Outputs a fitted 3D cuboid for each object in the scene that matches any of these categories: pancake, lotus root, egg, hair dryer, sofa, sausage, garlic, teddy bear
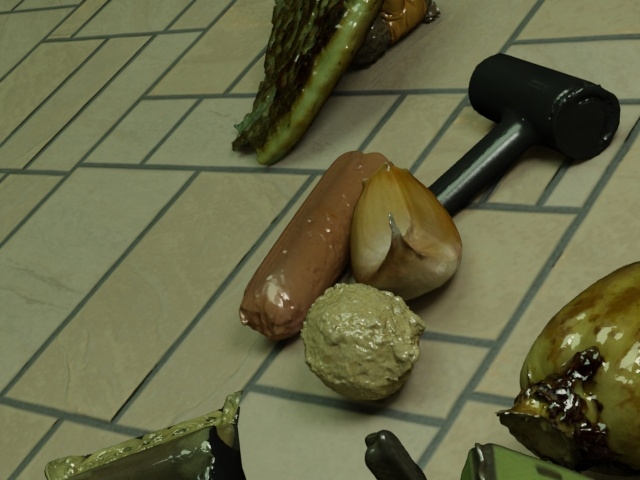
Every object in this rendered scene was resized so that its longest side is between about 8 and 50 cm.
[{"bbox_3d":[-0.004,-0.301,1.887,0.305,0.067,0.427,-16,57,59],"label":"pancake"},{"bbox_3d":[0.284,0.101,1.155,0.314,0.141,0.169,-35,34,-25],"label":"lotus root"},{"bbox_3d":[0.042,0.102,1.373,0.118,0.116,0.140,-48,45,11],"label":"egg"},{"bbox_3d":[0.197,-0.108,1.579,0.251,0.089,0.197,-42,33,-7],"label":"hair dryer"},{"bbox_3d":[-0.114,0.282,1.124,0.200,0.258,0.182,-20,20,15],"label":"sofa"},{"bbox_3d":[-0.001,0.001,1.579,0.086,0.086,0.289,-1,43,39],"label":"sausage"},{"bbox_3d":[0.096,0.009,1.463,0.207,0.115,0.128,-100,29,-68],"label":"garlic"},{"bbox_3d":[0.081,-0.332,1.951,0.190,0.140,0.177,-46,9,-10],"label":"teddy bear"}]

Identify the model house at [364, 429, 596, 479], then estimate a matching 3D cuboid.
[{"bbox_3d":[0.164,0.216,0.966,0.218,0.279,0.205,-22,34,16],"label":"model house"}]
